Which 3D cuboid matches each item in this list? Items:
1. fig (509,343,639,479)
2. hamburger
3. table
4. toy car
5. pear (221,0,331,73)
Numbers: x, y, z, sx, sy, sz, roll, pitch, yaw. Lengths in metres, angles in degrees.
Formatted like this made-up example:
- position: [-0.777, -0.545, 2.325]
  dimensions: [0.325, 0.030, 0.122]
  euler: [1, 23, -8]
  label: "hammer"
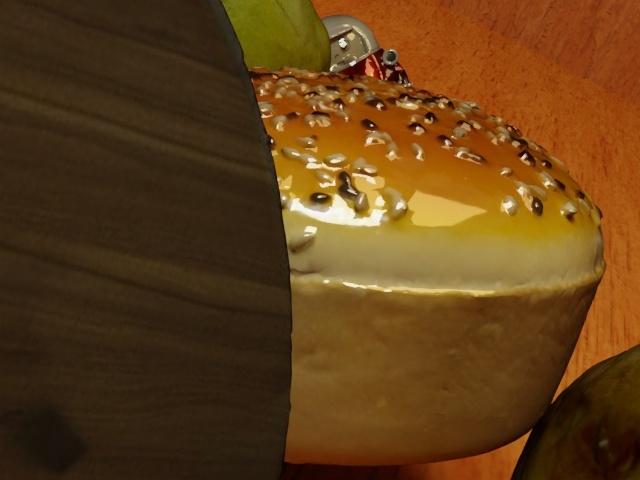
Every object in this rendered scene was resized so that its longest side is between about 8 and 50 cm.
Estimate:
- position: [0.137, 0.139, 0.700]
  dimensions: [0.290, 0.190, 0.190]
  euler: [-2, 30, -24]
  label: "fig"
- position: [0.000, 0.000, 0.742]
  dimensions: [0.300, 0.176, 0.300]
  euler: [4, 12, -1]
  label: "hamburger"
- position: [-0.189, -0.011, 0.515]
  dimensions: [0.249, 0.317, 0.317]
  euler: [23, 12, 40]
  label: "table"
- position: [0.024, -0.166, 1.387]
  dimensions: [0.139, 0.112, 0.112]
  euler: [-73, 138, -81]
  label: "toy car"
- position: [-0.118, -0.164, 1.079]
  dimensions: [0.269, 0.212, 0.212]
  euler: [26, 17, -24]
  label: "pear"
